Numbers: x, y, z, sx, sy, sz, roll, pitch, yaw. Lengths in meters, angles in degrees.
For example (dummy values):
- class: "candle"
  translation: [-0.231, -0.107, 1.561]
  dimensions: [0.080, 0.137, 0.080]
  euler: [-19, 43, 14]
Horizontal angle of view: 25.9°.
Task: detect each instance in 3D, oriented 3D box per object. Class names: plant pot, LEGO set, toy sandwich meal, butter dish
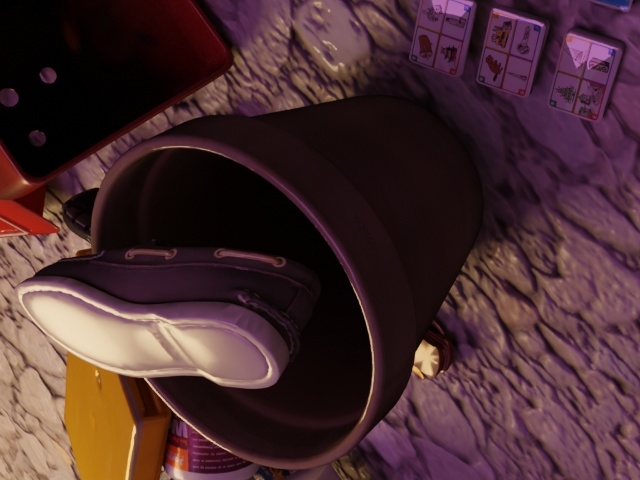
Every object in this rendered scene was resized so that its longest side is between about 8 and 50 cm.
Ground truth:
- class: "plant pot"
  translation: [0.000, 0.000, 1.279]
  dimensions: [0.323, 0.280, 0.323]
  euler: [22, 129, 30]
- class: "LEGO set"
  translation: [0.181, -0.236, 1.161]
  dimensions: [0.182, 0.060, 0.244]
  euler: [20, 130, 15]
- class: "toy sandwich meal"
  translation: [0.099, 0.109, 1.445]
  dimensions: [0.085, 0.029, 0.085]
  euler: [21, 128, 30]
- class: "butter dish"
  translation: [-0.410, -0.078, 1.715]
  dimensions: [0.160, 0.118, 0.160]
  euler: [-5, 154, 39]
- class: "plant pot"
  translation: [-0.302, -0.192, 1.454]
  dimensions: [0.267, 0.267, 0.236]
  euler: [55, 150, -2]

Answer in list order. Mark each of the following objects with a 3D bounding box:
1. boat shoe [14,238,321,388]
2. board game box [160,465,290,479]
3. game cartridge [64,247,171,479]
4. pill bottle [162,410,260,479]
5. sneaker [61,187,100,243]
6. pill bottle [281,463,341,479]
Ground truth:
- class: "boat shoe"
  translation: [-0.131, 0.052, 1.157]
  dimensions: [0.305, 0.091, 0.109]
  euler: [5, 137, 40]
- class: "board game box"
  translation: [-0.120, 0.311, 1.761]
  dimensions: [0.136, 0.035, 0.201]
  euler: [50, 137, 4]
- class: "game cartridge"
  translation: [-0.256, 0.218, 1.711]
  dimensions: [0.323, 0.053, 0.285]
  euler: [102, 151, -43]
- class: "pill bottle"
  translation: [-0.126, 0.210, 1.610]
  dimensions: [0.121, 0.121, 0.221]
  euler: [14, 112, 35]
- class: "sneaker"
  translation: [-0.192, 0.022, 1.593]
  dimensions: [0.267, 0.101, 0.106]
  euler: [25, 132, 28]
- class: "pill bottle"
  translation: [0.044, 0.418, 1.579]
  dimensions: [0.181, 0.181, 0.323]
  euler: [-30, 95, 47]
